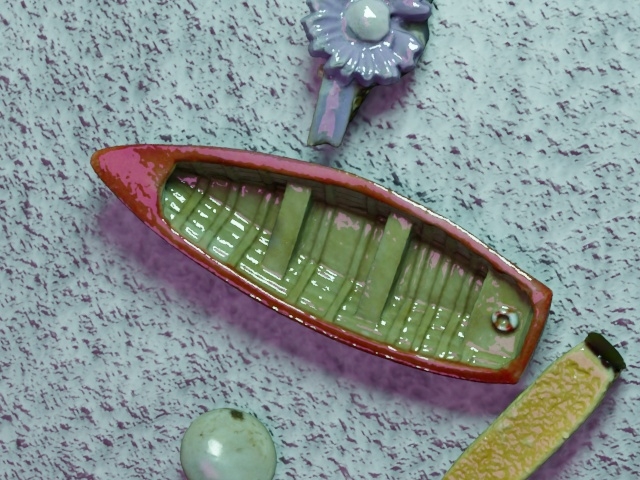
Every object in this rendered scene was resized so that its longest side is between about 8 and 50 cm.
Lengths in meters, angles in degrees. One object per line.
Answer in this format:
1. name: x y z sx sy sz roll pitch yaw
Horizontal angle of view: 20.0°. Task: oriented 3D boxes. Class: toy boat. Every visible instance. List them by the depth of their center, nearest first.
1. toy boat: 0.000 0.000 1.471 0.392 0.079 0.136 23 108 13

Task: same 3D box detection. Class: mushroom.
1. mushroom: -0.082 0.187 1.544 0.085 0.085 0.079 56 152 2

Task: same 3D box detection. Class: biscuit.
1. biscuit: 0.167 0.152 1.454 0.052 0.056 0.188 44 109 5

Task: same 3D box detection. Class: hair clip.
1. hair clip: 0.042 -0.214 1.427 0.106 0.084 0.292 10 98 -1
